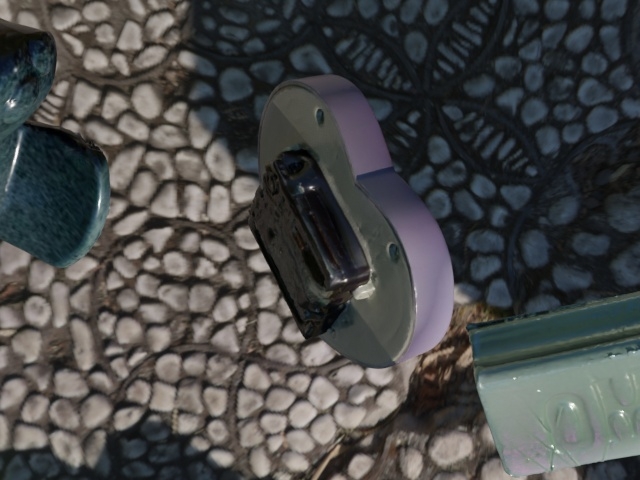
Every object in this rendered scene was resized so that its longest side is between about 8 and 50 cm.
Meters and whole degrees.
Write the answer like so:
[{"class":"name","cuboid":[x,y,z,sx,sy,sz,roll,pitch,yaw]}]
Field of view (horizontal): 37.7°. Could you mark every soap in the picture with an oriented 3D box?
[{"class":"soap","cuboid":[0.282,0.132,0.885,0.261,0.094,0.150,-13,128,14]}]

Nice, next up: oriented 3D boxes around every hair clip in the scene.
[{"class":"hair clip","cuboid":[-0.262,-0.047,0.561,0.194,0.206,0.310,34,112,21]}]

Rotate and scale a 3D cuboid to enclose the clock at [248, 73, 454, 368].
[{"class":"clock","cuboid":[0.000,0.000,0.621,0.064,0.172,0.198,-15,67,-28]}]
